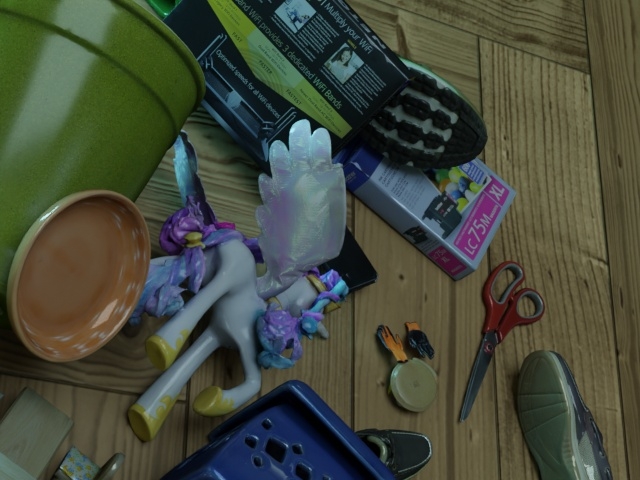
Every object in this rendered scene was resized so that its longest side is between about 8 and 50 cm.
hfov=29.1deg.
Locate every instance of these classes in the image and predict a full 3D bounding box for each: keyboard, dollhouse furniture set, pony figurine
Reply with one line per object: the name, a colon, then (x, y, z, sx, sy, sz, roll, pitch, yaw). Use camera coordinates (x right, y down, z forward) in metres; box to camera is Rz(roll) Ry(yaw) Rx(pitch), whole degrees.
keyboard: (0.000, 0.000, 1.792, 0.108, 0.023, 0.180, -19, 69, -42)
dollhouse furniture set: (-0.337, 0.241, 1.359, 0.212, 0.161, 0.242, 40, 30, -9)
pony figurine: (-0.117, 0.042, 1.595, 0.363, 0.303, 0.351, -34, 120, -40)

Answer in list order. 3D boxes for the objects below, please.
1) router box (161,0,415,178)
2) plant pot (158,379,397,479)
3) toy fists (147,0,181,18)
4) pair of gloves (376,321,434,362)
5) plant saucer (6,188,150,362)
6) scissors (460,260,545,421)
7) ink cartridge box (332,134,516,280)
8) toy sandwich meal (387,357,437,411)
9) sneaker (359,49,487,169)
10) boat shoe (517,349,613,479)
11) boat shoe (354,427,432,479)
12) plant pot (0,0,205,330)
router box: (-0.059, -0.257, 1.743, 0.309, 0.243, 0.081, 47, 17, 0)
plant pot: (-0.059, 0.319, 1.499, 0.236, 0.236, 0.212, 46, 46, -5)
toy fists: (-0.239, -0.464, 1.833, 0.279, 0.096, 0.142, 50, 52, 0)
pair of gloves: (0.125, 0.149, 1.803, 0.083, 0.010, 0.074, -1, 44, -33)
plant saucer: (-0.270, 0.036, 1.359, 0.037, 0.200, 0.200, 21, 35, 34)
scissors: (0.255, 0.147, 1.895, 0.109, 0.021, 0.297, 48, 54, -6)
ink cartridge box: (0.149, -0.103, 1.921, 0.311, 0.065, 0.186, 39, 54, -8)
toy sandwich meal: (0.132, 0.210, 1.785, 0.085, 0.029, 0.085, 11, 65, -24)
sneaker: (0.080, -0.261, 1.864, 0.410, 0.158, 0.182, 30, 37, 3)
boat shoe: (0.376, 0.302, 1.847, 0.092, 0.103, 0.285, -5, 75, -38)
boat shoe: (0.068, 0.297, 1.677, 0.223, 0.073, 0.080, -1, 69, -31)
plant pot: (-0.370, -0.094, 1.457, 0.366, 0.366, 0.353, 27, 69, -18)
